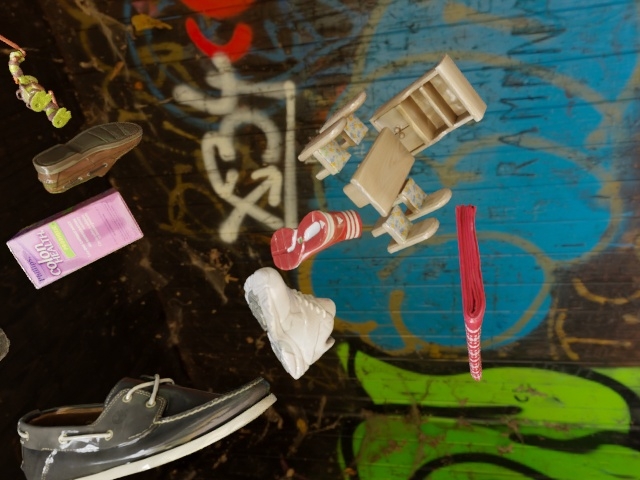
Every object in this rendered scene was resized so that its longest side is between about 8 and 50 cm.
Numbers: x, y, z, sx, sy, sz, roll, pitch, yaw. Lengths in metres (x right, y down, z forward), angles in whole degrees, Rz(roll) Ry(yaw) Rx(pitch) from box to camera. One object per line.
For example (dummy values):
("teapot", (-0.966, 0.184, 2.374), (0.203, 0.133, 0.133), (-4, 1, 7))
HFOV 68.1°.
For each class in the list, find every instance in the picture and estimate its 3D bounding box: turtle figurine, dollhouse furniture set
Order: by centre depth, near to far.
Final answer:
("dollhouse furniture set", (0.132, -0.147, 0.723), (0.212, 0.161, 0.242), (45, -130, -16))
("turtle figurine", (-0.782, -0.408, 1.290), (0.087, 0.217, 0.270), (-37, -34, -17))

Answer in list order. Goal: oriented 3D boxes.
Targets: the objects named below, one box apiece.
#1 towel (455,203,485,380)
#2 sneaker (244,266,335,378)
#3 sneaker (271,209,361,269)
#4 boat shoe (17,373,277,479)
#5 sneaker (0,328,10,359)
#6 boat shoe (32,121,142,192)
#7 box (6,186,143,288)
("towel", (0.248, 0.093, 0.771), (0.275, 0.031, 0.199), (62, -151, -53))
("sneaker", (-0.036, 0.106, 0.711), (0.090, 0.115, 0.232), (46, 161, 39))
("sneaker", (0.000, 0.000, 0.912), (0.128, 0.221, 0.087), (-7, -98, -34))
("boat shoe", (-0.154, 0.156, 0.412), (0.084, 0.233, 0.079), (35, -143, -79))
("sneaker", (-1.069, 0.359, 1.314), (0.182, 0.410, 0.158), (135, 116, -70))
("boat shoe", (-0.637, -0.237, 1.324), (0.307, 0.110, 0.105), (-35, -33, -34))
("box", (-0.563, -0.018, 1.110), (0.213, 0.242, 0.117), (20, 138, 64))
